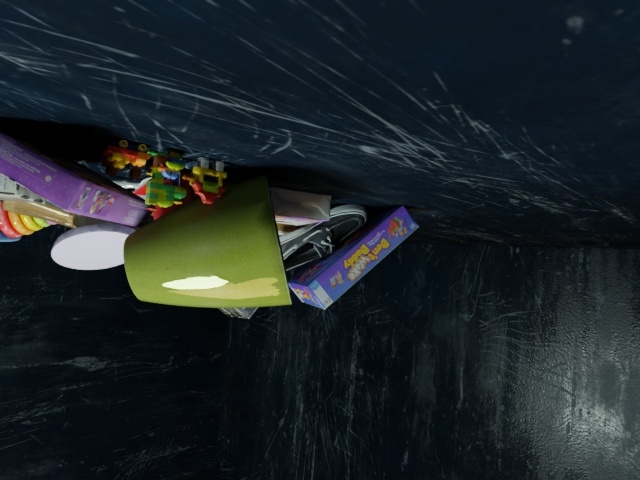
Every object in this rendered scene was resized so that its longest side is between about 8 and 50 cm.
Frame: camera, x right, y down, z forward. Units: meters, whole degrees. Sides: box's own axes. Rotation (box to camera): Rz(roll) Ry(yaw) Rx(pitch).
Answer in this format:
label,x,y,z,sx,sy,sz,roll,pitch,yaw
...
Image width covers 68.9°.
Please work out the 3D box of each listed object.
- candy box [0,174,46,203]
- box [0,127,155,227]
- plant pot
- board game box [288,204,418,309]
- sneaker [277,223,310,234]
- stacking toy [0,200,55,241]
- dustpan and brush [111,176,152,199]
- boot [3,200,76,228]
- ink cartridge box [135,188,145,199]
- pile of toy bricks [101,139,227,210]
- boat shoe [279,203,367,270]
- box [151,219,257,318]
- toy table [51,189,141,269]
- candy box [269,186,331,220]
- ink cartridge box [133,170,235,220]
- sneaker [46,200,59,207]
label,x,y,z,sx,sy,sz,roll,pitch,yaw
candy box,-0.823,-0.142,1.139,0.234,0.071,0.159,5,176,-9
box,-0.434,-0.104,0.811,0.201,0.057,0.293,30,177,1
plant pot,-0.228,0.026,0.951,0.294,0.274,0.275,-12,178,-4
board game box,0.083,0.044,1.326,0.347,0.078,0.233,-40,-171,-14
sneaker,-0.119,-0.053,1.472,0.297,0.111,0.131,3,177,32
stacking toy,-0.948,-0.103,1.583,0.302,0.175,0.166,-10,-177,-1
dustpan and brush,-0.408,-0.123,1.137,0.211,0.060,0.147,-4,164,-8
boot,-0.826,-0.108,1.452,0.270,0.089,0.236,22,142,-24
ink cartridge box,-0.386,-0.116,1.270,0.207,0.046,0.097,5,175,-6
pile of toy bricks,-0.286,-0.104,0.836,0.212,0.104,0.118,7,176,-41
boat shoe,0.000,0.000,1.322,0.302,0.102,0.108,-23,135,7
box,-0.386,0.092,1.479,0.395,0.097,0.318,42,161,-12
toy table,-0.622,-0.036,1.320,0.275,0.160,0.252,-10,148,12
candy box,-0.091,-0.085,1.219,0.165,0.070,0.196,5,176,-27
ink cartridge box,-0.287,-0.085,1.068,0.134,0.077,0.231,-26,160,32
sneaker,-0.787,-0.139,1.371,0.144,0.059,0.053,25,-176,-13
